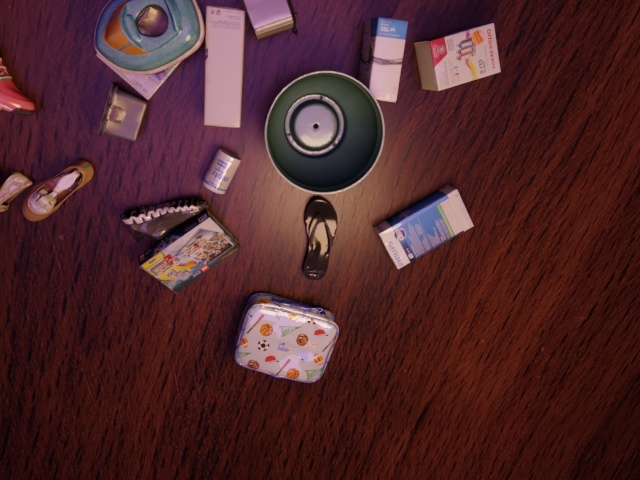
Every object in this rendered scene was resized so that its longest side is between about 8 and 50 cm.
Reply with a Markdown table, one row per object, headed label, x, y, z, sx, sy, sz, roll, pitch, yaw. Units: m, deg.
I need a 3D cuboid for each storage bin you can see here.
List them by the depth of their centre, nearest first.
| label | x | y | z | sx | sy | sz | roll | pitch | yaw |
| --- | --- | --- | --- | --- | --- | --- | --- | --- | --- |
| storage bin | -0.495 | -0.316 | 1.260 | 0.091 | 0.098 | 0.135 | 16 | 106 | -25 |

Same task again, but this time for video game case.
| label | x | y | z | sx | sy | sz | roll | pitch | yaw |
| --- | --- | --- | --- | --- | --- | --- | --- | --- | --- |
| video game case | -0.449 | -0.460 | 1.252 | 0.157 | 0.019 | 0.143 | 41 | 98 | -19 |

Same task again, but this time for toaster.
| label | x | y | z | sx | sy | sz | roll | pitch | yaw |
| --- | --- | --- | --- | --- | --- | --- | --- | --- | --- |
| toaster | -0.127 | -0.570 | 1.190 | 0.110 | 0.168 | 0.186 | -20 | 110 | 1 |

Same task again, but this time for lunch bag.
| label | x | y | z | sx | sy | sz | roll | pitch | yaw |
| --- | --- | --- | --- | --- | --- | --- | --- | --- | --- |
| lunch bag | -0.098 | 0.290 | 1.521 | 0.303 | 0.115 | 0.243 | 16 | 103 | -13 |

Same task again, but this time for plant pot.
| label | x | y | z | sx | sy | sz | roll | pitch | yaw |
| --- | --- | --- | --- | --- | --- | --- | --- | --- | --- |
| plant pot | -0.001 | -0.285 | 1.291 | 0.292 | 0.196 | 0.293 | -3 | 110 | -8 |

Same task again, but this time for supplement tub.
| label | x | y | z | sx | sy | sz | roll | pitch | yaw |
| --- | --- | --- | --- | --- | --- | --- | --- | --- | --- |
| supplement tub | -0.267 | -0.186 | 1.349 | 0.071 | 0.071 | 0.107 | 25 | 104 | -16 |

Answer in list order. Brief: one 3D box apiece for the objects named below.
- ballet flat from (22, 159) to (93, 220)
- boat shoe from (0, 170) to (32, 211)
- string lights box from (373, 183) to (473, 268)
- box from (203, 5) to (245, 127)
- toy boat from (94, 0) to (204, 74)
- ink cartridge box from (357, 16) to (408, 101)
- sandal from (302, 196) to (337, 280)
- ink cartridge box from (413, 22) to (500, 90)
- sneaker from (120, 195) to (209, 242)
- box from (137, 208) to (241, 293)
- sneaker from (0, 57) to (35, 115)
| label | x | y | z | sx | sy | sz | roll | pitch | yaw |
| --- | --- | --- | --- | --- | --- | --- | --- | --- | --- |
| ballet flat | -0.693 | -0.128 | 1.298 | 0.232 | 0.073 | 0.080 | -40 | 110 | 6 |
| boat shoe | -0.812 | -0.108 | 1.296 | 0.048 | 0.056 | 0.153 | 41 | 91 | -15 |
| string lights box | 0.304 | -0.041 | 1.489 | 0.259 | 0.077 | 0.133 | -29 | 110 | 2 |
| box | -0.240 | -0.428 | 1.249 | 0.094 | 0.113 | 0.275 | 3 | 107 | -10 |
| toy boat | -0.428 | -0.542 | 1.132 | 0.267 | 0.148 | 0.318 | -22 | 101 | 9 |
| ink cartridge box | 0.154 | -0.461 | 1.285 | 0.082 | 0.140 | 0.191 | 4 | 108 | -12 |
| sandal | 0.001 | 0.001 | 1.465 | 0.097 | 0.054 | 0.255 | 0 | 109 | -9 |
| ink cartridge box | 0.359 | -0.482 | 1.318 | 0.176 | 0.127 | 0.128 | -18 | 110 | -4 |
| sneaker | -0.415 | -0.053 | 1.372 | 0.234 | 0.078 | 0.106 | -13 | 117 | -4 |
| box | -0.360 | 0.034 | 1.390 | 0.233 | 0.044 | 0.159 | -34 | 138 | 3 |
| sneaker | -0.794 | -0.422 | 1.158 | 0.314 | 0.116 | 0.136 | 40 | 97 | -19 |
